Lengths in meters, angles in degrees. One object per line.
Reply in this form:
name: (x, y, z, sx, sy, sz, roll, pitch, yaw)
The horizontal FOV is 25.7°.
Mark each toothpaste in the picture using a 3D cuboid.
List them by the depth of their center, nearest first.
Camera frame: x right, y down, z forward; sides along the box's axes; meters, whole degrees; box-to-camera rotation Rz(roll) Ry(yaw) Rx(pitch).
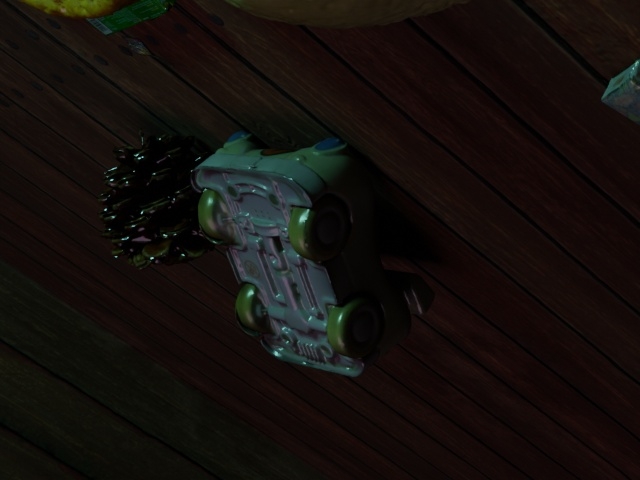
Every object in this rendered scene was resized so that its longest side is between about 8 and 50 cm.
toothpaste: (-0.235, -0.291, 1.735, 0.043, 0.037, 0.178, 41, 157, -24)

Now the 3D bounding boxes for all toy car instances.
toy car: (0.000, 0.000, 1.952, 0.242, 0.226, 0.336, 8, 126, 45)

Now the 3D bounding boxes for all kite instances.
kite: (-0.232, -0.254, 1.872, 0.078, 0.002, 0.044, 23, 160, 18)

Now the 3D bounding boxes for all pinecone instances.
pinecone: (-0.231, -0.062, 2.065, 0.221, 0.221, 0.221, 25, 160, 9)

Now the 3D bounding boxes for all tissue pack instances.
tissue pack: (0.327, -0.135, 1.377, 0.083, 0.035, 0.063, 30, 160, -7)

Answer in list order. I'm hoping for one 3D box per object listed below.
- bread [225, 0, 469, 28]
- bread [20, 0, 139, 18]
bread: (0.014, -0.282, 1.032, 0.320, 0.320, 0.237, 12, 136, 38)
bread: (-0.255, -0.355, 1.371, 0.312, 0.172, 0.312, 30, 151, 18)
